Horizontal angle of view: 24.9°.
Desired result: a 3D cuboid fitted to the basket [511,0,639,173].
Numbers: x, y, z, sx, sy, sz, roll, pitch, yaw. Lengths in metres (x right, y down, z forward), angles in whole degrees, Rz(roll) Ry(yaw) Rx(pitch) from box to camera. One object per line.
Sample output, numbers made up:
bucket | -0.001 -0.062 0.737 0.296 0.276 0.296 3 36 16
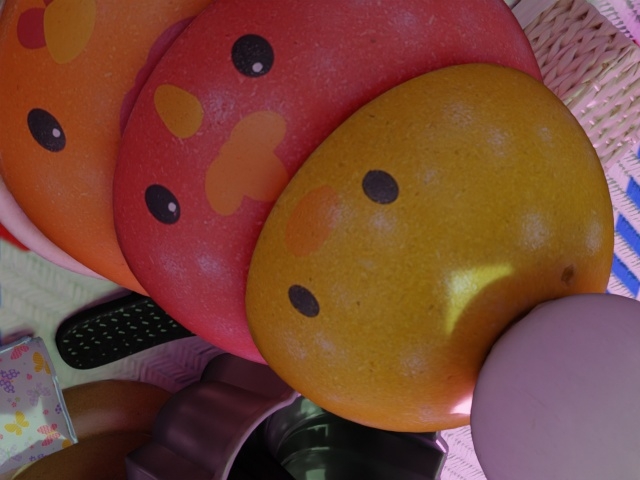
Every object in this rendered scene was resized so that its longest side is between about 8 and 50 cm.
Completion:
basket | 0.171 -0.100 1.117 0.167 0.103 0.113 -45 141 1

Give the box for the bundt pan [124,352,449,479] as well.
bundt pan | -0.045 0.221 1.159 0.331 0.124 0.330 -25 126 -41

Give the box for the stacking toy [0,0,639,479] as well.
stacking toy | 0.044 -0.020 0.788 0.351 0.480 0.350 -22 133 -25

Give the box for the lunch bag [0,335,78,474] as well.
lunch bag | -0.219 0.114 1.028 0.071 0.053 0.083 -22 110 -22

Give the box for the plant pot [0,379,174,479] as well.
plant pot | -0.194 0.213 1.150 0.236 0.032 0.236 -22 135 -24

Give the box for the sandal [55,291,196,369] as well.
sandal | -0.110 0.044 1.073 0.179 0.040 0.067 -17 130 -7
